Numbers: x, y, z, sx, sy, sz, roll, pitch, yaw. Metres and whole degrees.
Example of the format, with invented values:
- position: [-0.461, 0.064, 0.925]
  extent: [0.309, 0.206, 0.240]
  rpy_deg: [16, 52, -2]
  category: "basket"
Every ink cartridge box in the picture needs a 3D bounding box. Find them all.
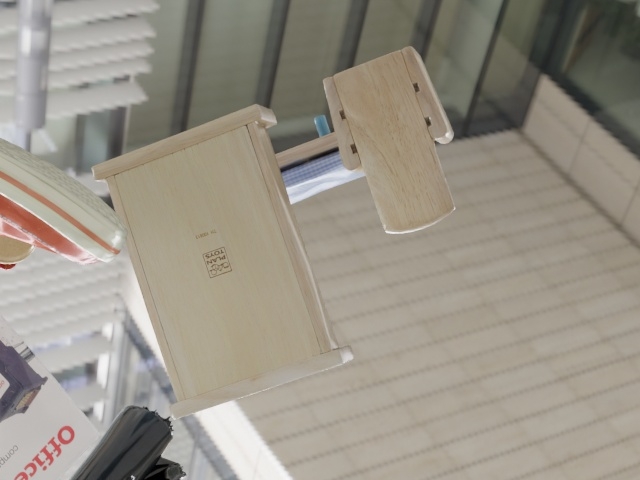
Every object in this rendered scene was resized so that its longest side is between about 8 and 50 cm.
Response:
- position: [-0.315, 0.128, 0.992]
  extent: [0.237, 0.100, 0.172]
  rpy_deg: [53, -128, -16]
  category: "ink cartridge box"

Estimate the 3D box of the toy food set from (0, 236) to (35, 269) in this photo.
- position: [-0.348, -0.011, 1.396]
  extent: [0.083, 0.020, 0.082]
  rpy_deg: [-32, -87, -41]
  category: "toy food set"

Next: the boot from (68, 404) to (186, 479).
- position: [-0.213, 0.291, 1.198]
  extent: [0.094, 0.246, 0.207]
  rpy_deg: [26, -136, 16]
  category: "boot"

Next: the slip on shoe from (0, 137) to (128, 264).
- position: [-0.279, -0.039, 0.800]
  extent: [0.331, 0.101, 0.123]
  rpy_deg: [17, 180, 5]
  category: "slip on shoe"

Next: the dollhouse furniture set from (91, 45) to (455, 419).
- position: [0.000, 0.000, 1.059]
  extent: [0.286, 0.198, 0.303]
  rpy_deg: [-19, 176, 12]
  category: "dollhouse furniture set"
